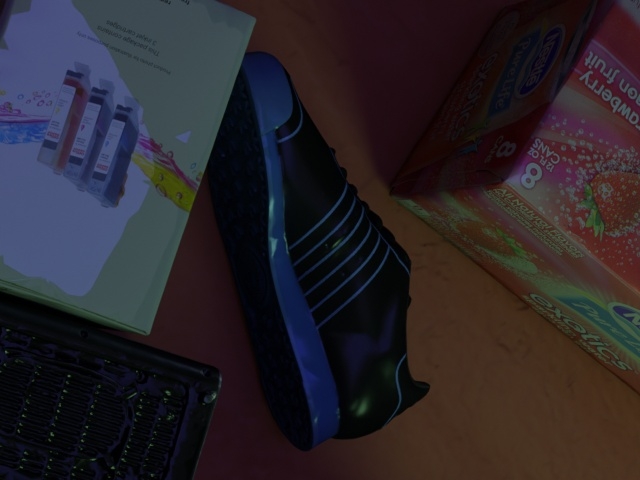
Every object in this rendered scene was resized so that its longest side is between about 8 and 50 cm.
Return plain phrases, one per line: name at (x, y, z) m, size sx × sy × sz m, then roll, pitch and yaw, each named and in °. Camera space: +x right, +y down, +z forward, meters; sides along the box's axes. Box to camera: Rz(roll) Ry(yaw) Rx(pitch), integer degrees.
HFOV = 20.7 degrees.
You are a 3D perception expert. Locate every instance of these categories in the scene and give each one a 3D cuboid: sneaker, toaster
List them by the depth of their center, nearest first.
toaster at (-0.165, 0.120, 0.899) m, size 0.186 × 0.110 × 0.168 m, roll 20°, pitch 80°, yaw -24°
sneaker at (0.000, 0.000, 0.999) m, size 0.090 × 0.081 × 0.232 m, roll -17°, pitch 103°, yaw -27°

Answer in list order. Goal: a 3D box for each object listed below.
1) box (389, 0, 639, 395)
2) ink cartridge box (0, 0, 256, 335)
box at (0.214, -0.003, 1.059) m, size 0.300 × 0.142 × 0.154 m, roll 39°, pitch 75°, yaw -19°
ink cartridge box at (-0.136, -0.052, 0.906) m, size 0.127 × 0.128 × 0.176 m, roll 23°, pitch 81°, yaw -23°
